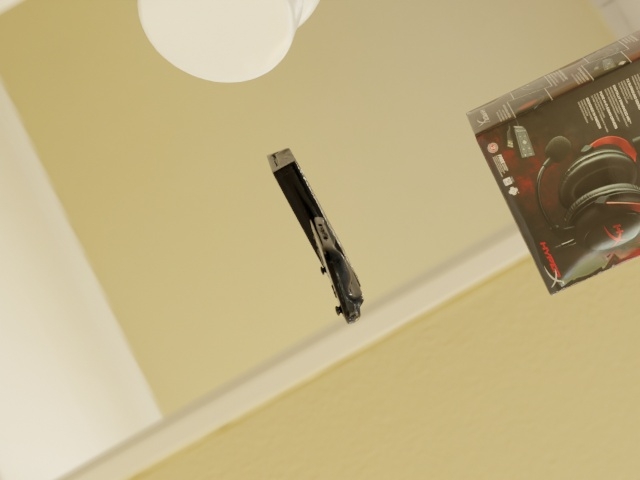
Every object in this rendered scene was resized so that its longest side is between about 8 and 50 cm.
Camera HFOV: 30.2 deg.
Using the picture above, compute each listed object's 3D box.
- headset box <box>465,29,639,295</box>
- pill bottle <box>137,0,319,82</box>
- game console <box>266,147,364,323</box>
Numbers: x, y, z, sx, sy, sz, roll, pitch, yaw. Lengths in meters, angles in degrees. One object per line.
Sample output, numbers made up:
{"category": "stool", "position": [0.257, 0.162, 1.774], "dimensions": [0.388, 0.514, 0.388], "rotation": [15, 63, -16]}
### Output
{"category": "headset box", "position": [0.345, -0.103, 1.345], "dimensions": [0.218, 0.293, 0.110], "rotation": [63, -170, -18]}
{"category": "pill bottle", "position": [-0.081, -0.359, 1.370], "dimensions": [0.204, 0.204, 0.361], "rotation": [60, -150, -36]}
{"category": "game console", "position": [0.000, 0.000, 1.615], "dimensions": [0.213, 0.044, 0.361], "rotation": [62, -179, -17]}
